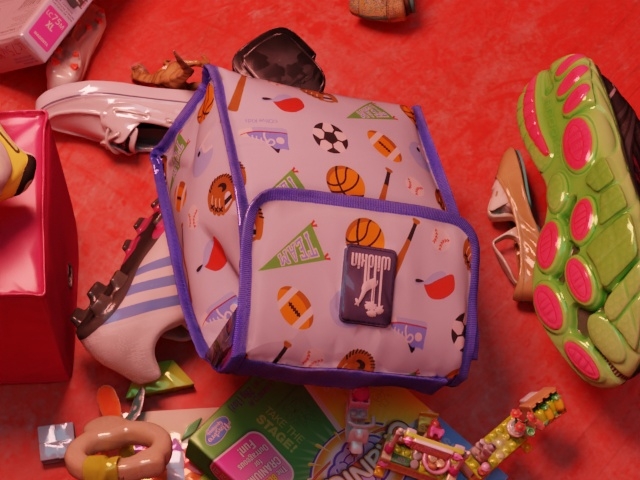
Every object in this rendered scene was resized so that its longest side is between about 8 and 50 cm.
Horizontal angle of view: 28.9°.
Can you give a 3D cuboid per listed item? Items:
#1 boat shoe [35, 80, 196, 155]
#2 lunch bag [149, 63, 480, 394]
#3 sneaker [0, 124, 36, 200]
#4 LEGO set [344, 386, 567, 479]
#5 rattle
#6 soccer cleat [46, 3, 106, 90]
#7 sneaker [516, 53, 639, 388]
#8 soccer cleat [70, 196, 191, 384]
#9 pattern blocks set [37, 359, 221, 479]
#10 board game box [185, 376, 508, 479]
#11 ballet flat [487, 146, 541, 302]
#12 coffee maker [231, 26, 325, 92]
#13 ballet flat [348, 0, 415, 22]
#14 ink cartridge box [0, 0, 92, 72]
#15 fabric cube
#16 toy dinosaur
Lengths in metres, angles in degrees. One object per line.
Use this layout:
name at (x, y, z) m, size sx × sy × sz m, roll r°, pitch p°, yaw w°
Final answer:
boat shoe at (-0.266, -0.162, 1.718) m, size 0.258 × 0.095 × 0.084 m, roll -1°, pitch 59°, yaw -3°
lunch bag at (0.000, 0.000, 1.495) m, size 0.327 × 0.239 × 0.385 m, roll 8°, pitch 50°, yaw -27°
sneaker at (-0.458, -0.170, 1.421) m, size 0.147 × 0.145 × 0.385 m, roll -7°, pitch 56°, yaw -42°
LEGO set at (0.173, 0.225, 1.469) m, size 0.287 × 0.107 × 0.132 m, roll -1°, pitch 61°, yaw -11°
rattle at (-0.235, 0.274, 1.490) m, size 0.130 × 0.199 × 0.143 m, roll -26°, pitch 109°, yaw -11°
soccer cleat at (-0.357, -0.273, 1.788) m, size 0.068 × 0.076 × 0.196 m, roll 17°, pitch 43°, yaw -8°
sneaker at (0.386, -0.032, 1.626) m, size 0.202 × 0.185 × 0.483 m, roll 23°, pitch 53°, yaw -31°
soccer cleat at (-0.193, 0.044, 1.624) m, size 0.143 × 0.116 × 0.331 m, roll 46°, pitch 53°, yaw -18°
pattern blocks set at (-0.178, 0.282, 1.537) m, size 0.324 × 0.026 × 0.285 m, roll -17°, pitch 65°, yaw -12°
board game box at (0.032, 0.275, 1.515) m, size 0.316 × 0.064 × 0.242 m, roll 39°, pitch 61°, yaw 12°
ballet flat at (0.265, -0.022, 1.699) m, size 0.073 × 0.080 × 0.232 m, roll -13°, pitch 64°, yaw 2°
coffee maker at (-0.076, -0.200, 1.705) m, size 0.171 × 0.178 × 0.120 m, roll 25°, pitch 63°, yaw 8°
ballet flat at (0.081, -0.482, 1.904) m, size 0.123 × 0.123 × 0.349 m, roll 1°, pitch 63°, yaw -4°
ink cartridge box at (-0.373, -0.370, 1.778) m, size 0.185 × 0.065 × 0.311 m, roll -1°, pitch 53°, yaw 47°
fabric cube at (-0.441, 0.016, 1.524) m, size 0.259 × 0.258 × 0.254 m, roll -2°, pitch 62°, yaw -5°
toy dinosaur at (-0.197, -0.228, 1.734) m, size 0.112 × 0.211 × 0.064 m, roll -9°, pitch 96°, yaw -32°
